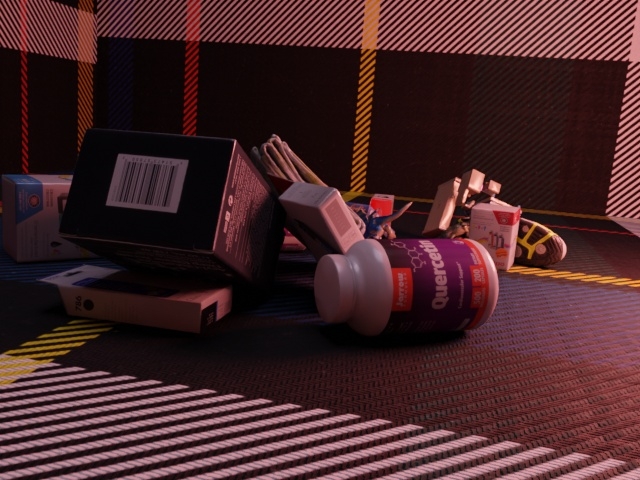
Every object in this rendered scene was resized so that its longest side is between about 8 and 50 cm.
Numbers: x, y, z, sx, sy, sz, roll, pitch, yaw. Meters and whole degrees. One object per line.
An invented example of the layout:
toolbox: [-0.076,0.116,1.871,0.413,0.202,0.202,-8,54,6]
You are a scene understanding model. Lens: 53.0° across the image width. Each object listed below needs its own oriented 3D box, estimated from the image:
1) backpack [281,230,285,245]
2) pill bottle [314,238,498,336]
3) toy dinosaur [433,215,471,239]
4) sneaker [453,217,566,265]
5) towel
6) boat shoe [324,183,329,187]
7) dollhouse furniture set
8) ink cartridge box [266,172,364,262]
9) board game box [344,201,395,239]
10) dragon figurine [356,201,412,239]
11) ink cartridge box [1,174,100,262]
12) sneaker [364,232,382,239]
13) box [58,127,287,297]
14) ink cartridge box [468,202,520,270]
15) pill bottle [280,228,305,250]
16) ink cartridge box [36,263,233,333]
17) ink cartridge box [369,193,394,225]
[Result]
backpack: [-0.205,-0.013,1.670,0.188,0.144,0.166,30,6,-15]
pill bottle: [0.160,0.087,1.218,0.322,0.182,0.181,-1,11,-22]
toy dinosaur: [0.411,-0.004,2.048,0.268,0.064,0.118,-25,36,13]
sneaker: [0.613,-0.014,2.052,0.147,0.145,0.384,-5,15,-40]
towel: [-0.050,-0.081,1.603,0.320,0.090,0.374,46,-13,2]
boat shoe: [-0.130,-0.101,2.043,0.341,0.123,0.123,-25,14,0]
dollhouse furniture set: [0.565,-0.070,2.255,0.303,0.198,0.286,23,-14,-12]
ink cartridge box: [0.000,0.000,1.394,0.066,0.296,0.261,-45,35,-21]
board game box: [0.129,-0.063,2.113,0.165,0.042,0.243,11,-15,29]
dragon figurine: [0.143,-0.044,1.877,0.085,0.289,0.144,-6,52,-36]
ink cartridge box: [-0.662,-0.064,1.667,0.270,0.198,0.197,-4,13,-35]
sneaker: [0.158,0.011,1.760,0.135,0.058,0.052,4,10,-11]
box: [-0.264,-0.039,1.276,0.293,0.212,0.395,6,-14,13]
ink cartridge box: [0.515,-0.012,1.915,0.128,0.176,0.127,8,14,23]
pill bottle: [-0.188,-0.052,1.865,0.301,0.169,0.169,1,11,-21]
ink cartridge box: [-0.352,0.107,1.233,0.332,0.065,0.165,8,11,12]
ink cartridge box: [0.218,-0.091,2.333,0.077,0.134,0.231,7,11,8]
